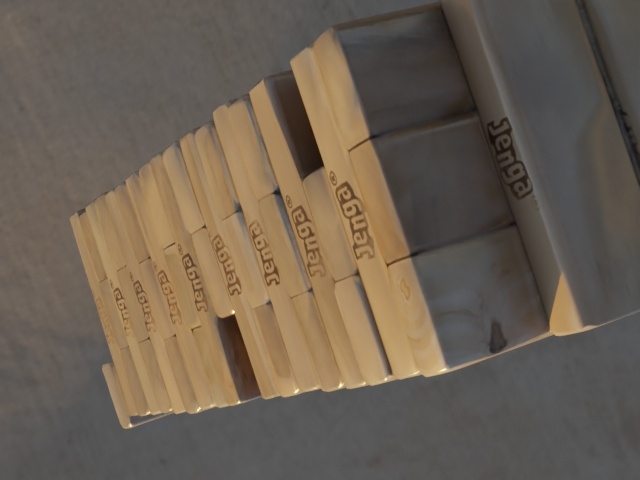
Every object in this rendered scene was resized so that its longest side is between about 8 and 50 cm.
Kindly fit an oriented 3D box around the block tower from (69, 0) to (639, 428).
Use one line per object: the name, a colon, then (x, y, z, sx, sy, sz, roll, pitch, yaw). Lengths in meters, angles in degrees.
block tower: (0.000, 0.000, 0.516, 0.091, 0.335, 0.097, -16, 86, -23)
